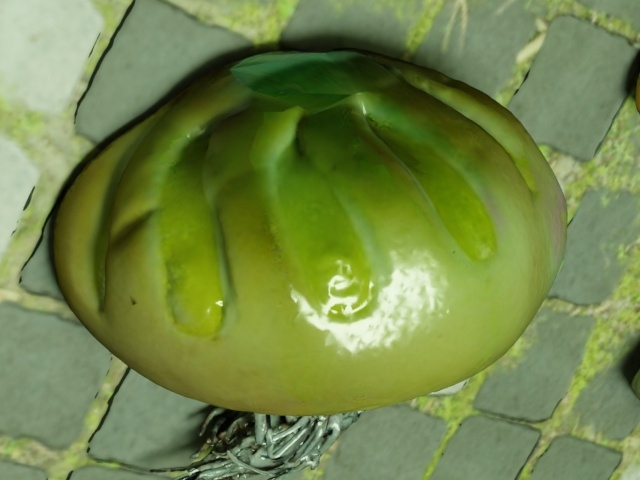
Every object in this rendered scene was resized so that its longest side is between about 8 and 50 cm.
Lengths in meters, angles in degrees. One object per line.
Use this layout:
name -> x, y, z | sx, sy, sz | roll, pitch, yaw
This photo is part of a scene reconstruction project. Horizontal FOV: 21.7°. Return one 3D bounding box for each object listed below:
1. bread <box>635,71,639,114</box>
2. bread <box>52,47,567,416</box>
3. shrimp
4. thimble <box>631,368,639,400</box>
bread -> 0.284, -0.098, 1.010 | 0.200, 0.077, 0.116 | 13, 105, -39
bread -> 0.014, 0.000, 0.832 | 0.261, 0.156, 0.158 | -18, 125, -26
shrimp -> -0.023, 0.099, 0.928 | 0.165, 0.056, 0.065 | -30, 144, -29
thimble -> 0.264, 0.099, 1.086 | 0.090, 0.102, 0.115 | -50, 124, 0
